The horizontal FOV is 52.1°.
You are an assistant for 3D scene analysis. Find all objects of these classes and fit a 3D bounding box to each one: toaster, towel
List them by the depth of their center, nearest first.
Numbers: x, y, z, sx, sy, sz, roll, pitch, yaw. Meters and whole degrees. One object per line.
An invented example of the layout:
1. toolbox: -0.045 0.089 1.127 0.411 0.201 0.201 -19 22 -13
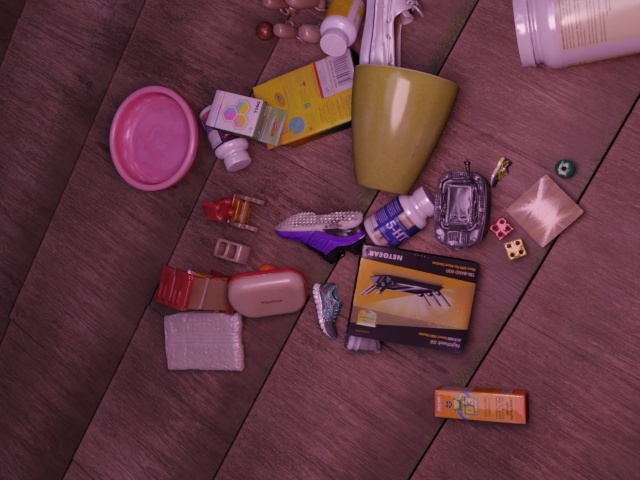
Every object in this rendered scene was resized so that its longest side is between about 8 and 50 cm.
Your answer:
1. toaster: 0.368 -0.090 1.682 0.129 0.146 0.226 3 92 22
2. towel: -0.365 0.316 2.058 0.282 0.049 0.187 -3 91 22

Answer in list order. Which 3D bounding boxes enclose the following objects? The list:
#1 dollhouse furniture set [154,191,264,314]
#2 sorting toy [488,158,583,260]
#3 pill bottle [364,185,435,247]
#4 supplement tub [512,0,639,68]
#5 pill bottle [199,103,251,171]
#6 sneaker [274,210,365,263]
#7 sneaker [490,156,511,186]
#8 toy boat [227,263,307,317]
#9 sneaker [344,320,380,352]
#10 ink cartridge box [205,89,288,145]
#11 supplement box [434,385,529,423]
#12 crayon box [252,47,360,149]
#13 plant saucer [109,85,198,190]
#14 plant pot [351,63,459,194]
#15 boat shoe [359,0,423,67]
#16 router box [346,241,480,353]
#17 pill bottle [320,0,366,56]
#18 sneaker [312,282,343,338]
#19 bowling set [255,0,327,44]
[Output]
1. dollhouse furniture set: -0.330 0.028 1.950 0.152 0.201 0.374 14 90 43
2. sorting toy: 0.559 -0.068 1.655 0.274 0.046 0.132 -45 74 17
3. pill bottle: 0.222 -0.061 1.765 0.187 0.112 0.112 -36 77 20
4. supplement tub: 0.626 -0.531 1.519 0.325 0.235 0.235 -6 88 23
5. pill bottle: -0.282 -0.311 1.981 0.108 0.108 0.193 -28 80 21
6. sneaker: 0.000 0.000 1.868 0.293 0.102 0.146 0 116 35
7. sneaker: 0.468 -0.175 1.701 0.035 0.031 0.083 25 100 21
8. toy boat: -0.158 0.129 1.923 0.231 0.151 0.151 -7 128 -2
9. sneaker: 0.156 0.178 1.823 0.115 0.105 0.281 17 94 -12
10. ink cartridge box: -0.211 -0.351 1.873 0.209 0.062 0.109 17 89 18
11. supplement box: 0.417 0.426 1.705 0.233 0.080 0.078 -3 87 25
12. crayon box: -0.023 -0.398 1.884 0.319 0.081 0.202 -15 85 22
13. plant saucer: -0.521 -0.322 2.098 0.332 0.084 0.332 0 91 24
14. plant pot: 0.189 -0.273 1.687 0.275 0.275 0.293 15 96 23
15. boat shoe: 0.206 -0.615 1.755 0.157 0.136 0.367 11 98 23
16. router box: 0.238 0.149 1.716 0.309 0.081 0.242 9 94 0
17. pill bottle: 0.057 -0.592 1.791 0.103 0.103 0.184 3 55 23
18. sneaker: 0.031 0.197 1.879 0.076 0.065 0.166 -16 86 19
19. bowling set: -0.084 -0.656 1.894 0.200 0.154 0.287 -20 84 41
